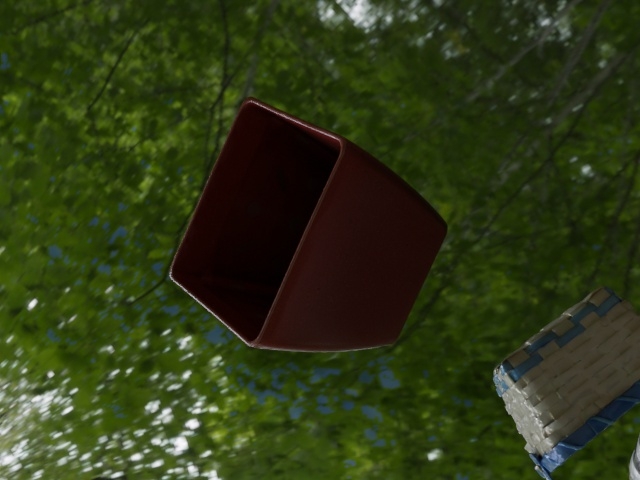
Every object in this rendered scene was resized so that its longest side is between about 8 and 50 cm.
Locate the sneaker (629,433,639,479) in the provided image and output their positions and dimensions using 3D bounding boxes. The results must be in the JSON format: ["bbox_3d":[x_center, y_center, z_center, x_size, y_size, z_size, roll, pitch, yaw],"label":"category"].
[{"bbox_3d":[0.500,0.160,0.985,0.448,0.257,0.169,-11,-144,-11],"label":"sneaker"}]

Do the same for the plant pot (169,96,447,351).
[{"bbox_3d":[0.000,0.000,1.397,0.236,0.267,0.267,21,-84,-36],"label":"plant pot"}]

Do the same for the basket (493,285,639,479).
[{"bbox_3d":[0.379,0.222,1.354,0.255,0.201,0.289,-33,-111,-7],"label":"basket"}]
